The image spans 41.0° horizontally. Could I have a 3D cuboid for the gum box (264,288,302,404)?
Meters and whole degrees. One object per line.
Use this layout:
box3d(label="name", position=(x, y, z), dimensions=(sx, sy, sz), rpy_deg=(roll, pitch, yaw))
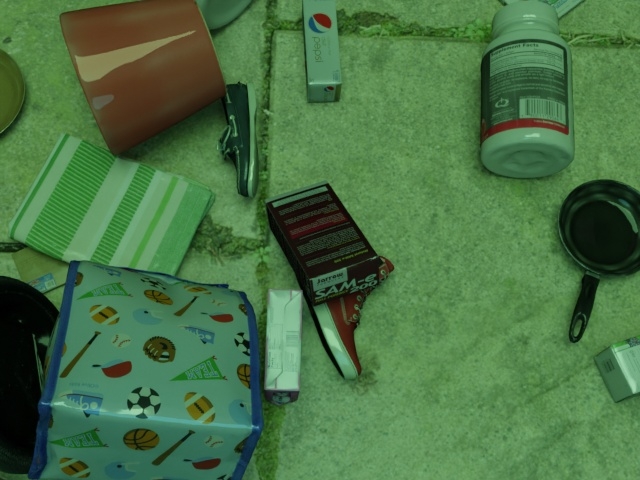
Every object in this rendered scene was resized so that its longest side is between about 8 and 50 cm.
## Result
box3d(label="gum box", position=(-0.065, 0.190, 1.502), dimensions=(0.062, 0.107, 0.188), rpy_deg=(2, 70, -1))

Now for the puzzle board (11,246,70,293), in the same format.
box3d(label="puzzle board", position=(-0.497, 0.041, 1.590), dimensions=(0.128, 0.011, 0.096), rpy_deg=(-25, 74, -10))

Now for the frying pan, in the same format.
box3d(label="frying pan", position=(0.548, 0.039, 1.613), dimensions=(0.197, 0.053, 0.326), rpy_deg=(1, 72, -2))

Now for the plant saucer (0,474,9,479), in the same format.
box3d(label="plant saucer", position=(-0.580, 0.526, 1.369), dimensions=(0.311, 0.050, 0.310), rpy_deg=(-3, 67, 7))

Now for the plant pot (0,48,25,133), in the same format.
box3d(label="plant pot", position=(-0.699, -0.283, 1.687), dimensions=(0.236, 0.032, 0.236), rpy_deg=(1, 69, -2))

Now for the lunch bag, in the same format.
box3d(label="lunch bag", position=(-0.274, 0.200, 1.383), dimensions=(0.328, 0.239, 0.385), rpy_deg=(11, 38, -17))

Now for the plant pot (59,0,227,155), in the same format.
box3d(label="plant pot", position=(-0.319, -0.325, 1.587), dimensions=(0.243, 0.275, 0.275), rpy_deg=(-21, 72, -6))

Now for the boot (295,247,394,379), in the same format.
box3d(label="boot", position=(0.071, 0.118, 1.548), dimensions=(0.176, 0.088, 0.244), rpy_deg=(-17, 68, -10))

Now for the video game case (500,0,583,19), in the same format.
box3d(label="video game case", position=(0.471, -0.530, 1.832), dimensions=(0.157, 0.019, 0.143), rpy_deg=(-38, 76, -14))

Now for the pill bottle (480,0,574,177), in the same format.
box3d(label="pill bottle", position=(0.400, -0.296, 1.661), dimensions=(0.176, 0.176, 0.318), rpy_deg=(5, 70, -1))

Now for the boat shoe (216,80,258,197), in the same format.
box3d(label="boat shoe", position=(-0.160, -0.197, 1.645), dimensions=(0.079, 0.095, 0.254), rpy_deg=(-2, 69, -5))

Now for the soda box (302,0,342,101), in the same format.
box3d(label="soda box", position=(0.002, -0.391, 1.733), dimensions=(0.069, 0.074, 0.216), rpy_deg=(-2, 70, -3))

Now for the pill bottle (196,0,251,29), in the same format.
box3d(label="pill bottle", position=(-0.301, -0.613, 1.728), dimensions=(0.363, 0.210, 0.210), rpy_deg=(41, 74, 11))

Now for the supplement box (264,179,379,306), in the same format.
box3d(label="supplement box", position=(0.000, 0.000, 1.535), dimensions=(0.130, 0.073, 0.239), rpy_deg=(-18, 42, -12))

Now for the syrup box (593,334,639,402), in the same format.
box3d(label="syrup box", position=(0.629, 0.205, 1.534), dimensions=(0.237, 0.093, 0.096), rpy_deg=(-18, 71, -8))

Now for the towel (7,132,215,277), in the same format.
box3d(label="towel", position=(-0.392, -0.050, 1.607), dimensions=(0.325, 0.038, 0.247), rpy_deg=(21, 66, 4))

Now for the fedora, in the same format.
box3d(label="fedora", position=(-0.545, 0.232, 1.418), dimensions=(0.153, 0.334, 0.334), rpy_deg=(-22, 70, 22))
